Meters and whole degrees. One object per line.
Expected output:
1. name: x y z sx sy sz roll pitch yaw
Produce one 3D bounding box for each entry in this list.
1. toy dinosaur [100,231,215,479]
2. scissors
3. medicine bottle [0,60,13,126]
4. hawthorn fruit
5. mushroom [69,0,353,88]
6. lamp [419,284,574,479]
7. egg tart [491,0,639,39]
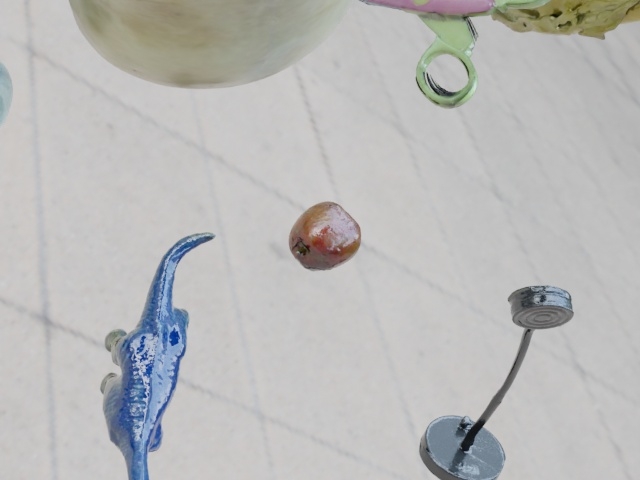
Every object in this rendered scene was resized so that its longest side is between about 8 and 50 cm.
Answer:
1. toy dinosaur: -0.132 0.111 1.055 0.075 0.247 0.188 21 1 -16
2. scissors: 0.082 -0.176 0.950 0.187 0.133 0.020 38 -2 46
3. medicine bottle: -0.255 -0.130 0.626 0.229 0.083 0.121 44 -5 1
4. hawthorn fruit: 0.004 -0.001 1.362 0.077 0.077 0.077 38 24 -21
5. mushroom: -0.074 -0.212 0.650 0.234 0.260 0.254 18 9 -1
6. lamp: 0.216 0.185 1.495 0.130 0.371 0.108 11 57 -14
7. egg tart: 0.210 -0.313 0.966 0.132 0.345 0.345 21 34 -34
